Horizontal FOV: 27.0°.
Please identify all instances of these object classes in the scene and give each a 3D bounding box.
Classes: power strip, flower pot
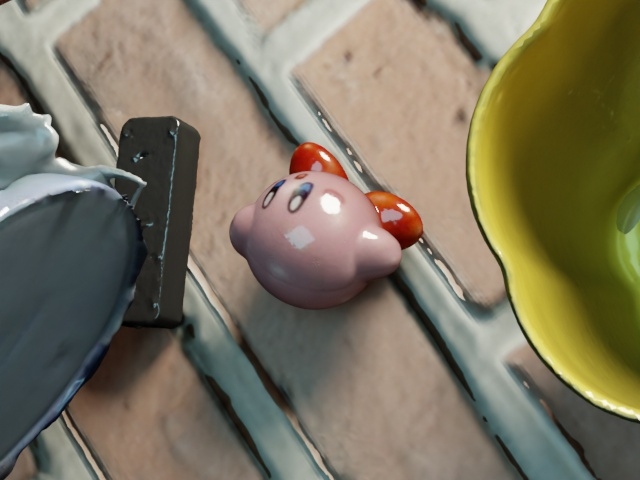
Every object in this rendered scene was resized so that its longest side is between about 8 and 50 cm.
[{"bbox_3d":[-0.088,-0.008,0.697,0.038,0.029,0.111,1,80,25],"label":"power strip"},{"bbox_3d":[0.170,-0.010,0.527,0.195,0.179,0.195,-4,78,18],"label":"flower pot"}]

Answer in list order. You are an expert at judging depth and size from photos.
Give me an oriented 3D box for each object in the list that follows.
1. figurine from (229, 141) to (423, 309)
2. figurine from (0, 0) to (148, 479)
[{"bbox_3d":[0.000,0.000,0.645,0.083,0.071,0.067,20,129,29],"label":"figurine"},{"bbox_3d":[-0.273,-0.052,0.664,0.388,0.248,0.277,33,90,18],"label":"figurine"}]
